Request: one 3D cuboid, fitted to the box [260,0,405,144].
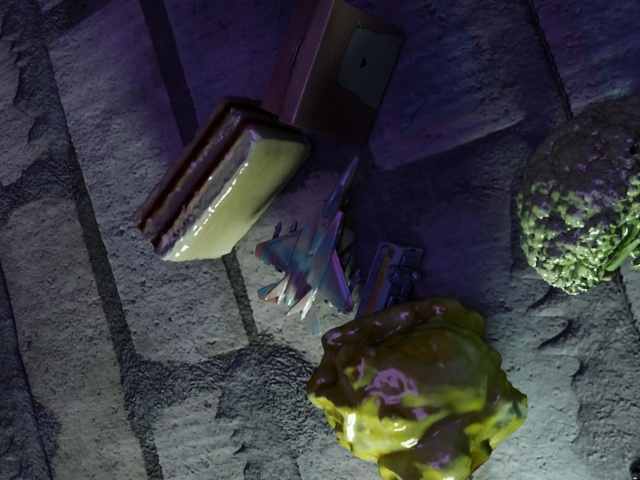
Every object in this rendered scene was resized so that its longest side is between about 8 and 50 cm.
[{"bbox_3d":[0.022,-0.283,1.206,0.086,0.215,0.215,28,105,35],"label":"box"}]

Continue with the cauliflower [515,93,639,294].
[{"bbox_3d":[0.413,-0.053,1.017,0.250,0.272,0.275,31,124,-8],"label":"cauliflower"}]

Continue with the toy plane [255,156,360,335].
[{"bbox_3d":[0.003,0.000,1.286,0.223,0.104,0.326,31,101,22],"label":"toy plane"}]

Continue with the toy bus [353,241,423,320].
[{"bbox_3d":[0.115,0.094,1.250,0.075,0.064,0.190,27,104,48],"label":"toy bus"}]

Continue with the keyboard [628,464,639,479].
[{"bbox_3d":[0.522,0.452,1.075,0.072,0.023,0.231,-13,85,29],"label":"keyboard"}]

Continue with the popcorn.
[{"bbox_3d":[0.141,0.241,1.129,0.312,0.312,0.312,1,92,27],"label":"popcorn"}]

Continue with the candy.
[{"bbox_3d":[-0.179,-0.106,1.333,0.321,0.179,0.135,-47,70,20],"label":"candy"}]
